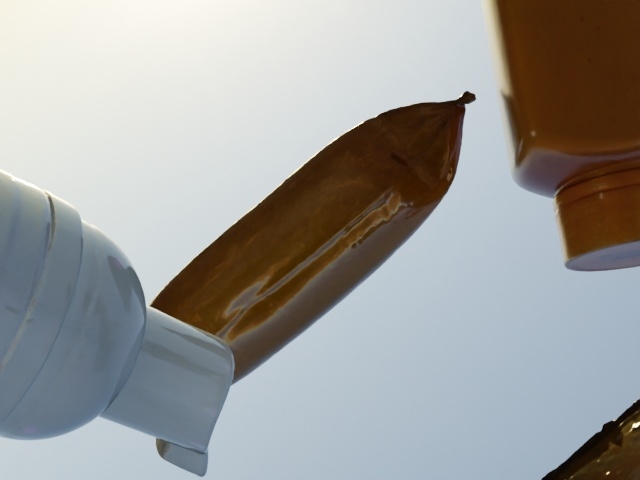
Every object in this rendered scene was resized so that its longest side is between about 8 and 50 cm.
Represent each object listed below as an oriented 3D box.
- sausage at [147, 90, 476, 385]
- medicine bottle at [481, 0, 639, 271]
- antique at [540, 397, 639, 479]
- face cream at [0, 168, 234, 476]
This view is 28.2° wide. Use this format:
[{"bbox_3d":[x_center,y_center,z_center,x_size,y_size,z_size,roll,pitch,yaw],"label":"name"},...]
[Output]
[{"bbox_3d":[-0.002,-0.005,1.008,0.328,0.112,0.112,-40,-158,9],"label":"sausage"},{"bbox_3d":[0.204,-0.096,0.904,0.112,0.149,0.222,73,10,-77],"label":"medicine bottle"},{"bbox_3d":[0.198,0.128,0.658,0.310,0.087,0.093,-42,-171,9],"label":"antique"},{"bbox_3d":[-0.190,0.030,0.695,0.145,0.370,0.145,-37,-141,38],"label":"face cream"}]
